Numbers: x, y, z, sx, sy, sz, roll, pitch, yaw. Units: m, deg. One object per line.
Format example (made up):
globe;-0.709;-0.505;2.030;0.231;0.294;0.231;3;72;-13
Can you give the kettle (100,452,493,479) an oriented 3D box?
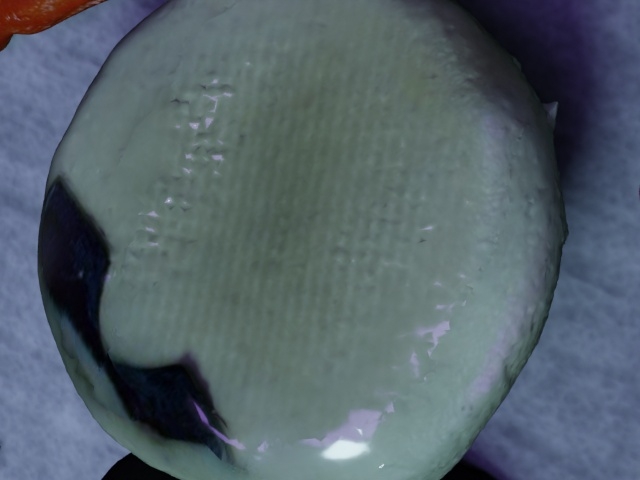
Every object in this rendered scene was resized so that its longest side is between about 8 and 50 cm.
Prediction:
kettle;-0.002;0.229;0.792;0.207;0.271;0.251;8;111;22

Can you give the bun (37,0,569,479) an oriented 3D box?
bun;0.000;0.000;0.777;0.283;0.179;0.283;-6;74;22

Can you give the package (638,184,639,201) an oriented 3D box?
package;0.191;0.010;0.772;0.059;0.029;0.083;0;96;32

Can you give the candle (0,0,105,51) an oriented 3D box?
candle;-0.098;-0.167;0.837;0.329;0.048;0.051;-18;112;27
